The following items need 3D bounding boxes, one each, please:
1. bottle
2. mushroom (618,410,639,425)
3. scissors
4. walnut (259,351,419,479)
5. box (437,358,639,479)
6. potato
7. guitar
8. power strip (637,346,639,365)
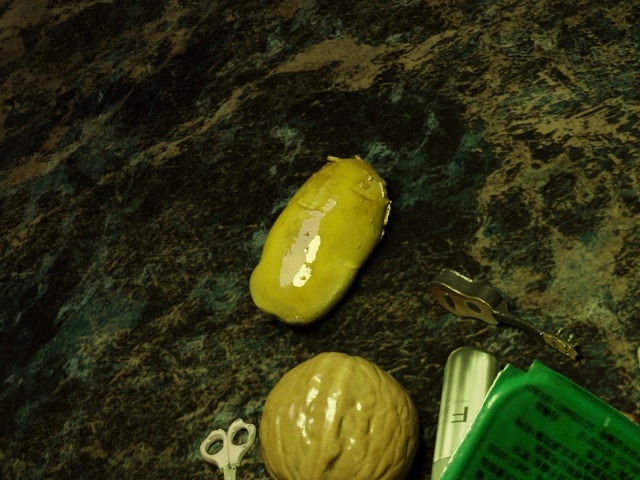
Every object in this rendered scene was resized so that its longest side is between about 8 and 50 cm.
[{"bbox_3d":[0.192,0.267,1.969,0.096,0.079,0.253,-25,40,36],"label":"bottle"},{"bbox_3d":[0.356,0.270,1.820,0.127,0.087,0.127,-19,44,20],"label":"mushroom"},{"bbox_3d":[-0.139,0.358,2.211,0.100,0.015,0.189,-24,42,16],"label":"scissors"},{"bbox_3d":[0.025,0.272,2.003,0.228,0.228,0.228,-23,42,22],"label":"walnut"},{"bbox_3d":[0.233,0.329,1.639,0.336,0.264,0.106,-58,6,-9],"label":"box"},{"bbox_3d":[0.000,0.000,2.338,0.173,0.140,0.300,19,72,40],"label":"potato"},{"bbox_3d":[0.269,0.106,2.072,0.271,0.084,0.038,23,68,42],"label":"guitar"},{"bbox_3d":[0.455,0.194,1.858,0.076,0.028,0.169,-22,42,22],"label":"power strip"}]
